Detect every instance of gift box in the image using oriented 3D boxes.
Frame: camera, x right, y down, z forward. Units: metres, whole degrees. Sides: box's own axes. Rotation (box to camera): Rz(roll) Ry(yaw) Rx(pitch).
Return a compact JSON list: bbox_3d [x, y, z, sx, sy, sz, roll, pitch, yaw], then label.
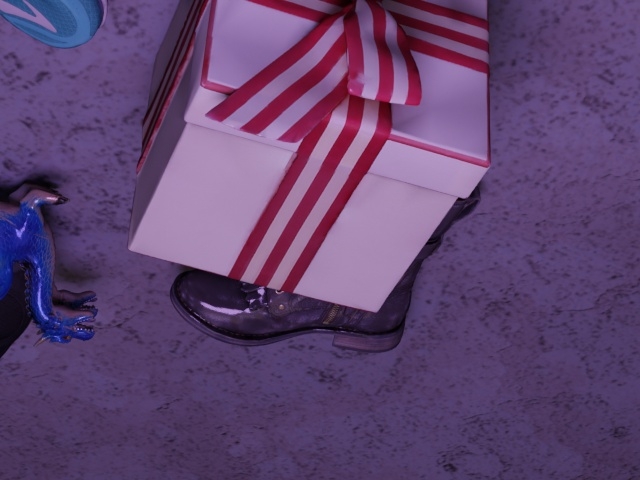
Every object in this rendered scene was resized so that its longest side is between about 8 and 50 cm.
[{"bbox_3d":[-0.023,-0.115,1.296,0.276,0.255,0.258,11,142,-18],"label":"gift box"}]

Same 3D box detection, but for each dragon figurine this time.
[{"bbox_3d":[-0.322,0.007,1.528,0.289,0.144,0.085,16,-177,-26],"label":"dragon figurine"}]

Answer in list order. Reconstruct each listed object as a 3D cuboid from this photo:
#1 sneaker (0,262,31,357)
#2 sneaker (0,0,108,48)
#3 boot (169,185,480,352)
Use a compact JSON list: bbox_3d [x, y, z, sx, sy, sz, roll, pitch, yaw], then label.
[{"bbox_3d":[-0.382,0.127,1.695,0.125,0.140,0.341,22,135,-20],"label":"sneaker"},{"bbox_3d":[-0.277,-0.226,1.275,0.107,0.110,0.275,-25,135,29],"label":"sneaker"},{"bbox_3d":[0.000,0.000,1.586,0.263,0.091,0.229,5,136,-12],"label":"boot"}]
